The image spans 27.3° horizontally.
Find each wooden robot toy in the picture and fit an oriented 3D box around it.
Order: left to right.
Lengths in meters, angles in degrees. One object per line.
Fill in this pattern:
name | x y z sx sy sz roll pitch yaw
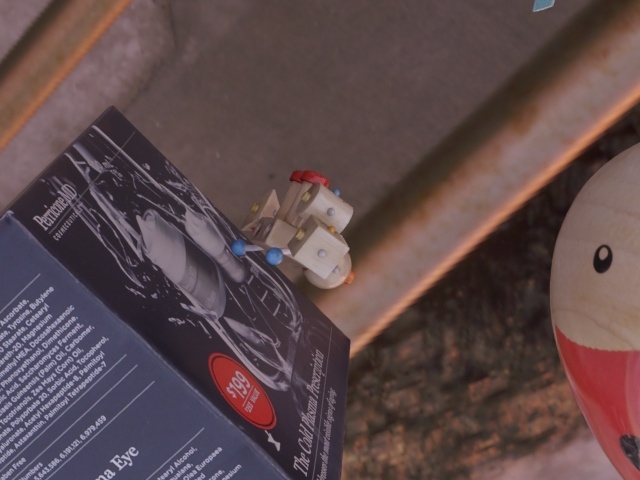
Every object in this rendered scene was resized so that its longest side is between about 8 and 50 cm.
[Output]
wooden robot toy | 0.000 0.000 0.942 0.079 0.173 0.076 35 82 -18

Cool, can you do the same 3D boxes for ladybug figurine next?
ladybug figurine | 0.351 0.125 1.018 0.305 0.162 0.449 -28 110 28

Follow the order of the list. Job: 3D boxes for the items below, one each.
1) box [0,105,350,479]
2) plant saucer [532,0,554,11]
box | -0.146 0.092 1.045 0.179 0.343 0.312 -43 101 14
plant saucer | 0.211 -0.266 1.114 0.018 0.192 0.067 15 133 9
